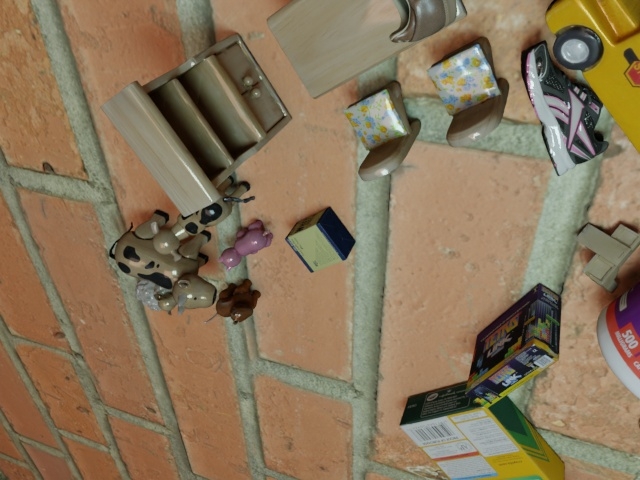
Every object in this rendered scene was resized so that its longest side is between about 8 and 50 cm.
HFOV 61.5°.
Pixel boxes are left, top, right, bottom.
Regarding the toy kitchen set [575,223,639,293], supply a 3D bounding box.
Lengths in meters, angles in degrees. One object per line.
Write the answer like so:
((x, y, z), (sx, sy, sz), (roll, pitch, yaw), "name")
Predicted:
((0.416, 0.019, 0.785), (0.083, 0.075, 0.068), (-54, 50, 10), "toy kitchen set")

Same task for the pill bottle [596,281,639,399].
((0.526, 0.077, 0.670), (0.182, 0.181, 0.322), (32, 132, 1), "pill bottle")

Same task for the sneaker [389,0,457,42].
((0.066, -0.282, 0.512), (0.071, 0.066, 0.188), (-28, 109, 4), "sneaker")

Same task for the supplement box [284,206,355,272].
((0.000, 0.000, 0.947), (0.083, 0.056, 0.083), (-24, 112, 36), "supplement box")

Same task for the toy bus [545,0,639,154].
((0.393, -0.161, 0.577), (0.332, 0.108, 0.130), (47, 153, -13), "toy bus")

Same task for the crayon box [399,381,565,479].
((0.341, 0.431, 1.089), (0.203, 0.083, 0.323), (-30, 107, 38), "crayon box")

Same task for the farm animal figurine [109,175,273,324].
((-0.259, 0.040, 1.024), (0.327, 0.172, 0.330), (9, 127, 20), "farm animal figurine")

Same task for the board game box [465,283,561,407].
((0.311, 0.171, 0.869), (0.048, 0.141, 0.170), (32, 132, -1), "board game box")

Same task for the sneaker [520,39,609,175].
((0.308, -0.173, 0.674), (0.077, 0.072, 0.178), (-21, 122, 23), "sneaker")

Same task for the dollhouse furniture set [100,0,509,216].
((-0.032, -0.221, 0.664), (0.394, 0.256, 0.362), (-20, 114, 35), "dollhouse furniture set")
